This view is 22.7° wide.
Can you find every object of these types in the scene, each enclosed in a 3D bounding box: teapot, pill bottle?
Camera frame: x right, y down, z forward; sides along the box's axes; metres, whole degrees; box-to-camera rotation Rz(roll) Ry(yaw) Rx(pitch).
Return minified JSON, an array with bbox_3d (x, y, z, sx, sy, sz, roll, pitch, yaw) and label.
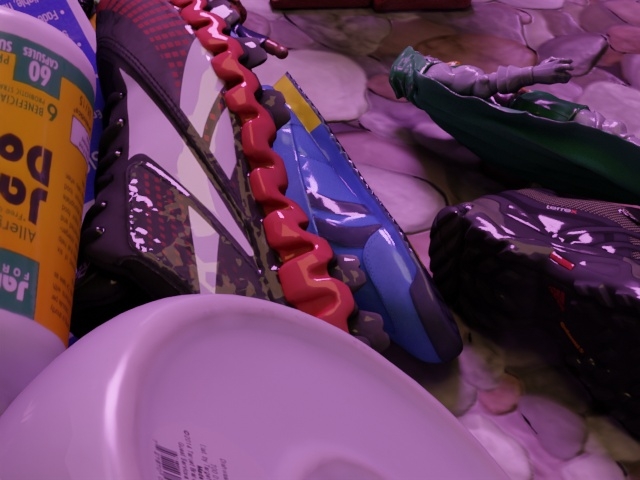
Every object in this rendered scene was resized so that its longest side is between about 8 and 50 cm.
[{"bbox_3d":[-0.037,0.159,0.537,0.252,0.187,0.256,48,25,7],"label":"teapot"},{"bbox_3d":[-0.166,0.010,0.699,0.118,0.117,0.208,6,67,-5],"label":"pill bottle"}]

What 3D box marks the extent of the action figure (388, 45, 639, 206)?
[{"bbox_3d":[0.135,-0.066,0.941,0.232,0.137,0.063,25,82,30],"label":"action figure"}]

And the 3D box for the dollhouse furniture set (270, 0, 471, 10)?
[{"bbox_3d":[0.017,-0.347,1.201,0.152,0.201,0.374,-1,38,-14],"label":"dollhouse furniture set"}]

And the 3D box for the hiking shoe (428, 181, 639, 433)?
[{"bbox_3d":[0.170,0.027,0.830,0.227,0.086,0.114,34,46,31],"label":"hiking shoe"}]

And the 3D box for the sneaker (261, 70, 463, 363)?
[{"bbox_3d":[0.000,0.000,0.861,0.082,0.069,0.209,-34,56,-2],"label":"sneaker"}]

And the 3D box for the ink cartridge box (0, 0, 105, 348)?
[{"bbox_3d":[-0.240,-0.055,0.790,0.304,0.072,0.307,-30,93,-41],"label":"ink cartridge box"}]

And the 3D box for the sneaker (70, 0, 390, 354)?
[{"bbox_3d":[-0.075,-0.019,0.785,0.135,0.097,0.276,-16,64,-17],"label":"sneaker"}]

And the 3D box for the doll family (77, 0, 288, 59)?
[{"bbox_3d":[-0.119,-0.110,0.967,0.193,0.076,0.111,13,32,-4],"label":"doll family"}]
